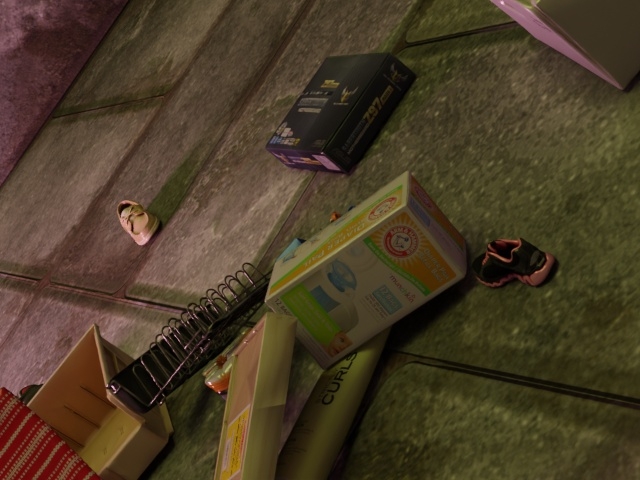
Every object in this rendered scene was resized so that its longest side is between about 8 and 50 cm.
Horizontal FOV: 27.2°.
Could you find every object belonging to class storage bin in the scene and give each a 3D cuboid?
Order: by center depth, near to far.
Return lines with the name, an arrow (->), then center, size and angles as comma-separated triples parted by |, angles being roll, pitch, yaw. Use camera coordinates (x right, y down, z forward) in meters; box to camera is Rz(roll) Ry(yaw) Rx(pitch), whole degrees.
storage bin -> -0.351, 0.299, 1.913 | 0.262, 0.123, 0.260 | -50, 23, 6

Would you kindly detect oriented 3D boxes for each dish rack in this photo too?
dish rack -> -0.148, 0.112, 1.731 | 0.208, 0.074, 0.271 | -40, -6, -42

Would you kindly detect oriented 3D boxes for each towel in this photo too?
towel -> -0.392, 0.359, 1.777 | 0.199, 0.275, 0.031 | -51, -14, 5

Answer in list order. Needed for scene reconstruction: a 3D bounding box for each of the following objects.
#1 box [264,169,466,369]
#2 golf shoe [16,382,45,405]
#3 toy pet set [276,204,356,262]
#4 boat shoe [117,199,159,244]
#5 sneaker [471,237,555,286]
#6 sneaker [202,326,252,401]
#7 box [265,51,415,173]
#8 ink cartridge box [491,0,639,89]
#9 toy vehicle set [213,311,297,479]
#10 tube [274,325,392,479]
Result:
box -> 0.052, 0.032, 1.498 | 0.203, 0.114, 0.103 | -34, 17, 18
golf shoe -> -0.476, 0.334, 2.132 | 0.120, 0.105, 0.273 | -24, 36, 37
toy pet set -> 0.000, 0.000, 1.755 | 0.114, 0.065, 0.122 | -48, 23, 11
boat shoe -> -0.347, -0.037, 2.473 | 0.063, 0.059, 0.170 | -54, 23, -3
sneaker -> 0.190, 0.017, 1.383 | 0.119, 0.057, 0.047 | -9, 50, 60
sneaker -> -0.096, 0.173, 1.679 | 0.084, 0.083, 0.215 | -46, 5, 6
box -> 0.025, -0.193, 1.996 | 0.183, 0.059, 0.232 | -55, 23, -9
ink cartridge box -> 0.366, -0.390, 1.504 | 0.385, 0.160, 0.279 | -49, 23, 8
toy vehicle set -> -0.081, 0.228, 1.457 | 0.166, 0.035, 0.267 | 131, 150, -65
tube -> 0.012, 0.184, 1.483 | 0.070, 0.062, 0.240 | 14, 54, 20
